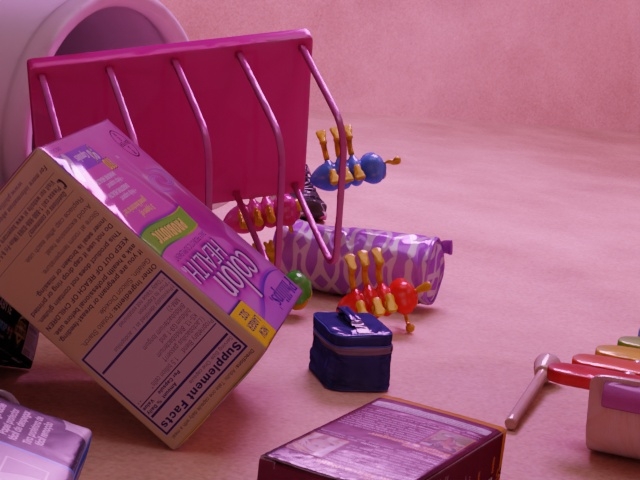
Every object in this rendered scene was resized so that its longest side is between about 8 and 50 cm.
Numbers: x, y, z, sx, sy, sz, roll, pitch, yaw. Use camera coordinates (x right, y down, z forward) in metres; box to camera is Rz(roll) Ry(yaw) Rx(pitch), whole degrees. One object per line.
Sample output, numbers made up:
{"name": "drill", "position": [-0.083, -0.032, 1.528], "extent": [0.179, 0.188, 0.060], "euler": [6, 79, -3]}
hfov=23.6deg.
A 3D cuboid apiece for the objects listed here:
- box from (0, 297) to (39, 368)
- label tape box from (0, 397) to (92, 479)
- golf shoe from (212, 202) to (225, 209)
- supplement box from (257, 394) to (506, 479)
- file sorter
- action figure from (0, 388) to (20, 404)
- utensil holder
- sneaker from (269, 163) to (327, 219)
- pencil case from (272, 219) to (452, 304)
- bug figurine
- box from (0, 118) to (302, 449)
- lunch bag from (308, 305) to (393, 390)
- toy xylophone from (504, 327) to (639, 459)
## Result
{"name": "box", "position": [-0.369, 0.060, 1.319], "extent": [0.220, 0.051, 0.175], "euler": [7, -14, 6]}
{"name": "label tape box", "position": [-0.310, 0.130, 0.838], "extent": [0.334, 0.106, 0.240], "euler": [20, 10, -6]}
{"name": "golf shoe", "position": [-0.265, -0.072, 2.092], "extent": [0.306, 0.115, 0.140], "euler": [3, 21, 16]}
{"name": "supplement box", "position": [0.043, 0.174, 1.056], "extent": [0.104, 0.080, 0.188], "euler": [12, 13, 27]}
{"name": "file sorter", "position": [-0.131, -0.068, 1.548], "extent": [0.291, 0.202, 0.182], "euler": [-8, 41, -14]}
{"name": "action figure", "position": [-0.364, 0.105, 1.146], "extent": [0.285, 0.099, 0.185], "euler": [10, -6, -3]}
{"name": "utensil holder", "position": [-0.389, -0.149, 1.843], "extent": [0.385, 0.327, 0.328], "euler": [9, 12, 30]}
{"name": "sneaker", "position": [-0.038, -0.078, 2.262], "extent": [0.072, 0.077, 0.178], "euler": [0, 13, -21]}
{"name": "pencil case", "position": [0.043, 0.022, 1.783], "extent": [0.206, 0.086, 0.088], "euler": [11, 36, 17]}
{"name": "bug figurine", "position": [0.000, 0.000, 1.705], "extent": [0.216, 0.072, 0.279], "euler": [-8, 51, -2]}
{"name": "box", "position": [-0.154, 0.027, 1.300], "extent": [0.243, 0.117, 0.213], "euler": [42, 13, -1]}
{"name": "lunch bag", "position": [0.029, 0.099, 1.458], "extent": [0.067, 0.065, 0.098], "euler": [2, 13, -18]}
{"name": "toy xylophone", "position": [0.297, 0.131, 1.396], "extent": [0.236, 0.081, 0.323], "euler": [8, 11, 12]}
